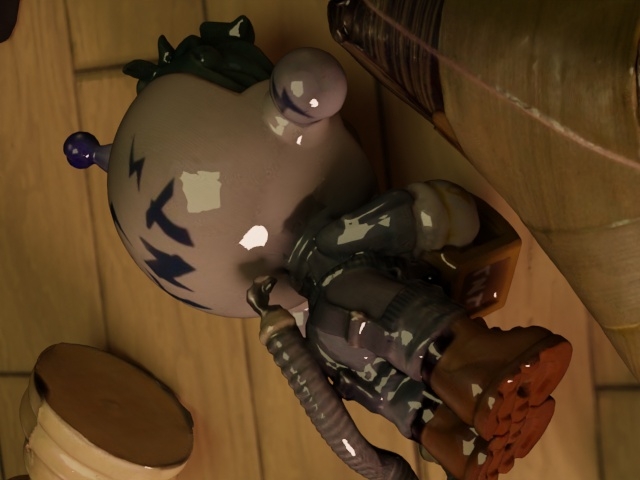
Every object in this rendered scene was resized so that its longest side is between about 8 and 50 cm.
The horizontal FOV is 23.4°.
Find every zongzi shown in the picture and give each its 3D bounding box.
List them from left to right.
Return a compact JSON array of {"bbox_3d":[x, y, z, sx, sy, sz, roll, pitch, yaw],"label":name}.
[{"bbox_3d":[0.134,-0.032,0.958,0.289,0.154,0.318,15,107,37],"label":"zongzi"}]

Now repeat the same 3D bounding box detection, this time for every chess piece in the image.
[{"bbox_3d":[-0.218,0.245,1.274,0.138,0.124,0.307,23,119,-6],"label":"chess piece"}]

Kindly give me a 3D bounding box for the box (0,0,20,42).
[{"bbox_3d":[-0.311,-0.349,1.254,0.211,0.058,0.350,24,111,26],"label":"box"}]

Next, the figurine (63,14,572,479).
[{"bbox_3d":[0.002,-0.004,1.028,0.382,0.186,0.261,36,130,28],"label":"figurine"}]
